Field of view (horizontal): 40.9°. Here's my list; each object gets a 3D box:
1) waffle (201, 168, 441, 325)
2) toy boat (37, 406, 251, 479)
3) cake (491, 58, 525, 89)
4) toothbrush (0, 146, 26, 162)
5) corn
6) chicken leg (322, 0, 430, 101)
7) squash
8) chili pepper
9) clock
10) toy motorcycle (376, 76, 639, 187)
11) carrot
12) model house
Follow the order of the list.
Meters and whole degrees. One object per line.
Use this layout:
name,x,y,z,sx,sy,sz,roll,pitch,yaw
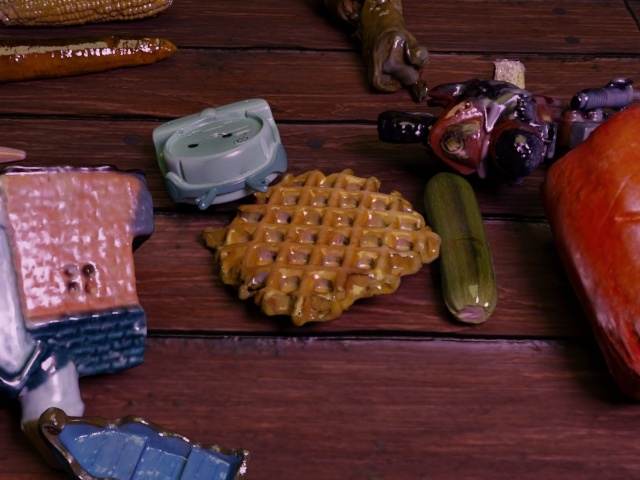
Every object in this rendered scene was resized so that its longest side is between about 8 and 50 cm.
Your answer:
waffle,0.000,-0.001,0.978,0.245,0.052,0.254,-23,40,-21
toy boat,-0.154,0.189,0.746,0.186,0.077,0.075,15,43,4
cake,0.268,-0.192,1.230,0.052,0.065,0.121,5,65,4
toothbrush,-0.574,-0.123,1.129,0.375,0.037,0.028,5,45,-1
corn,-0.377,-0.391,1.391,0.288,0.086,0.086,-8,43,-7
chicken leg,0.075,-0.384,1.332,0.153,0.201,0.429,-3,55,-19
squash,0.159,0.002,0.986,0.066,0.066,0.229,0,43,-2
chili pepper,0.375,0.036,0.875,0.251,0.229,0.305,18,50,-26
clock,-0.119,-0.102,1.052,0.159,0.066,0.211,-18,31,-6
toy motorcycle,0.283,-0.141,1.084,0.401,0.134,0.207,-5,20,-23
carrot,-0.372,-0.274,1.284,0.314,0.066,0.066,-6,43,-13
model house,-0.289,0.081,0.836,0.253,0.184,0.291,-3,70,-33
